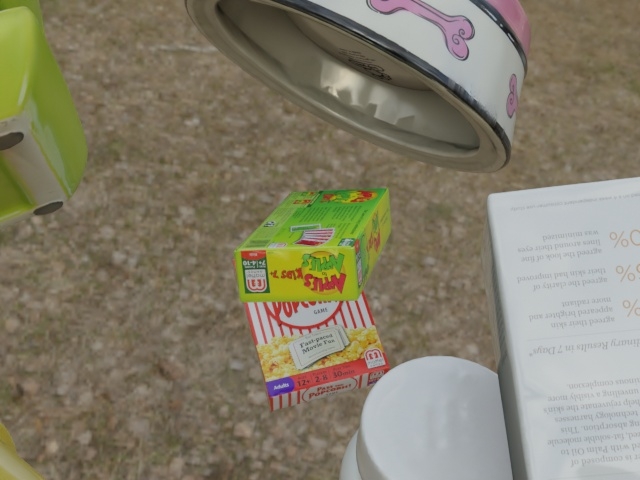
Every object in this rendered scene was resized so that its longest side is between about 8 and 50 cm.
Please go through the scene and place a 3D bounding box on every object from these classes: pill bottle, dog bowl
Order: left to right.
[{"bbox_3d":[0.058,-0.237,1.121,0.408,0.150,0.408,26,-6,3],"label":"dog bowl"},{"bbox_3d":[0.070,0.179,0.641,0.121,0.221,0.121,1,48,-2],"label":"pill bottle"}]

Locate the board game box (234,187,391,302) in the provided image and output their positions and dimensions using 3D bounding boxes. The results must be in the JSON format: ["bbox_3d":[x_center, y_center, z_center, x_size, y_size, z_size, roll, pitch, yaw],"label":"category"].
[{"bbox_3d":[0.000,0.000,0.808,0.092,0.043,0.181,-1,17,13],"label":"board game box"}]

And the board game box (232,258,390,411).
[{"bbox_3d":[-0.015,0.096,1.191,0.147,0.045,0.193,-13,59,-9],"label":"board game box"}]

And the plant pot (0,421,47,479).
[{"bbox_3d":[-0.295,0.271,0.784,0.239,0.254,0.254,20,28,19],"label":"plant pot"}]

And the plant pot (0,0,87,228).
[{"bbox_3d":[-0.240,-0.098,0.468,0.228,0.207,0.227,-22,-8,-11],"label":"plant pot"}]

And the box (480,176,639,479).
[{"bbox_3d":[0.156,0.063,0.494,0.130,0.091,0.170,-6,70,5],"label":"box"}]
